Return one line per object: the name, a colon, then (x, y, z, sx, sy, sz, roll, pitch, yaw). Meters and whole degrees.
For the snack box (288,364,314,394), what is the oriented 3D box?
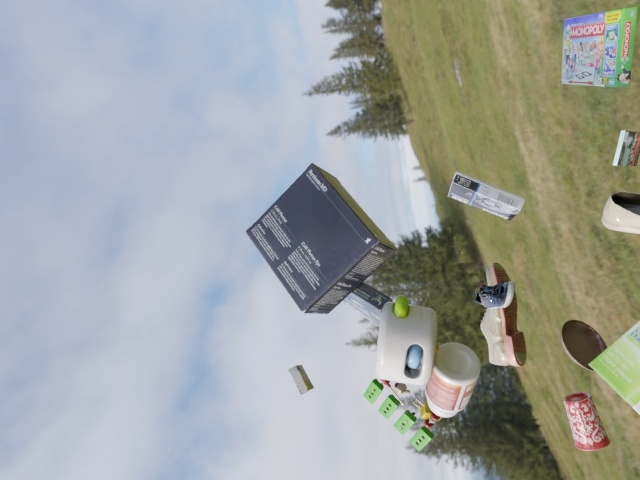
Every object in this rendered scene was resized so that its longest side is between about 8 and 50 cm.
snack box: (-0.069, 0.506, 1.771, 0.100, 0.037, 0.141, 61, 179, 15)

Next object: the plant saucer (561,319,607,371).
plant saucer: (0.939, 0.380, 1.741, 0.036, 0.199, 0.198, 118, 158, -50)

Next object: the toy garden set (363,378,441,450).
toy garden set: (0.264, 0.517, 1.524, 0.049, 0.244, 0.203, -32, -27, -36)

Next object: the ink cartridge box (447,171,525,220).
ink cartridge box: (0.489, -0.124, 1.464, 0.045, 0.206, 0.208, -65, -14, -3)

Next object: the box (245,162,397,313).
box: (0.000, 0.000, 1.504, 0.343, 0.312, 0.179, 53, -164, 24)

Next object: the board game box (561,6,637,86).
board game box: (0.865, -0.601, 1.530, 0.317, 0.046, 0.213, -97, -1, -71)

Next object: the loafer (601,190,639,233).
loafer: (0.796, -0.062, 1.127, 0.102, 0.269, 0.092, -54, -52, -26)

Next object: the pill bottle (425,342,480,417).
pill bottle: (0.341, 0.375, 1.281, 0.121, 0.121, 0.216, -86, -4, -45)

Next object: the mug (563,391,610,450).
mug: (0.926, 0.630, 1.720, 0.150, 0.113, 0.169, 13, -121, -85)

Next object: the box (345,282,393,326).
box: (0.161, 0.207, 1.588, 0.059, 0.233, 0.183, -47, -46, -15)

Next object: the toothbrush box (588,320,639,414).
toothbrush box: (1.020, 0.369, 1.483, 0.122, 0.283, 0.206, 22, -155, -47)

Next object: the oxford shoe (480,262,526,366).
oxford shoe: (0.673, 0.286, 1.870, 0.141, 0.147, 0.396, 8, -108, -41)

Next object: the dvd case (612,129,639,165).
dvd case: (0.778, -0.231, 1.224, 0.120, 0.013, 0.087, -7, -71, -38)

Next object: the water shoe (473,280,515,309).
water shoe: (0.534, 0.171, 1.507, 0.203, 0.080, 0.072, 94, -167, -68)

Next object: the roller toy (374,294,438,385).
roller toy: (0.216, 0.254, 1.194, 0.209, 0.146, 0.191, 80, -161, -61)
